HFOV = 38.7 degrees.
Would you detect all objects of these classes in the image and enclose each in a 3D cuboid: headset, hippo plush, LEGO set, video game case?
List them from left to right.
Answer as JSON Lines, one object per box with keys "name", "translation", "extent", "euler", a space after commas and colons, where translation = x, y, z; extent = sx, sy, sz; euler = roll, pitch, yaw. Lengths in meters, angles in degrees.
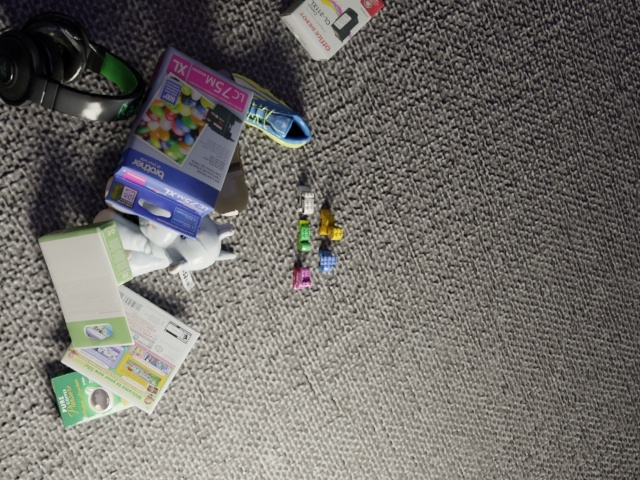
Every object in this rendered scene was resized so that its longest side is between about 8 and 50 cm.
{"name": "headset", "translation": [-0.497, -0.349, 1.627], "extent": [0.394, 0.243, 0.185], "euler": [23, 117, -2]}
{"name": "video game case", "translation": [-0.385, 0.216, 1.857], "extent": [0.212, 0.023, 0.193], "euler": [34, 76, -13]}
{"name": "hippo plush", "translation": [-0.302, 0.002, 1.769], "extent": [0.234, 0.236, 0.294], "euler": [-36, 111, -12]}
{"name": "LEGO set", "translation": [0.000, 0.000, 1.967], "extent": [0.087, 0.093, 0.227], "euler": [-2, 100, -21]}

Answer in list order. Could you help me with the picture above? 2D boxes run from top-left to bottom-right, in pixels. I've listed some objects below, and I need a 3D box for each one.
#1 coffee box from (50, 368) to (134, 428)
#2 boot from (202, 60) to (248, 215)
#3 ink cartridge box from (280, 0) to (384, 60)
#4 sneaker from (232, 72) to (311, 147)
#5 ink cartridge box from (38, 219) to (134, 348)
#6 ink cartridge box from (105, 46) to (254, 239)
{"name": "coffee box", "translation": [-0.451, 0.303, 1.874], "extent": [0.184, 0.040, 0.113], "euler": [-17, 104, -18]}
{"name": "boot", "translation": [-0.208, -0.209, 1.828], "extent": [0.112, 0.115, 0.305], "euler": [-8, 109, -7]}
{"name": "ink cartridge box", "translation": [0.025, -0.477, 1.898], "extent": [0.175, 0.072, 0.127], "euler": [-46, 113, -9]}
{"name": "sneaker", "translation": [-0.112, -0.266, 1.855], "extent": [0.240, 0.126, 0.091], "euler": [26, 90, -24]}
{"name": "ink cartridge box", "translation": [-0.439, 0.088, 1.764], "extent": [0.056, 0.171, 0.235], "euler": [-34, 112, -55]}
{"name": "ink cartridge box", "translation": [-0.251, -0.177, 1.659], "extent": [0.185, 0.065, 0.311], "euler": [26, 68, -22]}
